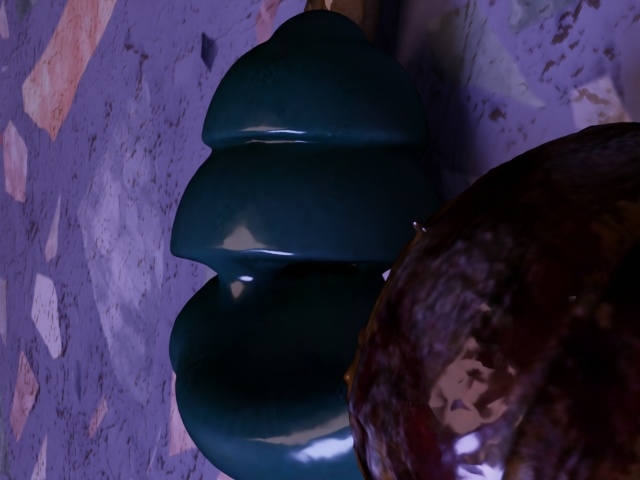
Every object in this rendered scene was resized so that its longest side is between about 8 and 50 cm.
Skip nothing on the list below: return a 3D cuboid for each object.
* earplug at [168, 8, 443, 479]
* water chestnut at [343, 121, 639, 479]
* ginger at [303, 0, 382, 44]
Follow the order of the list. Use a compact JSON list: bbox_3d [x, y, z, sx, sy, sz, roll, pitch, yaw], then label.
[{"bbox_3d":[-0.006,-0.001,0.826,0.257,0.164,0.280,86,-175,-80],"label":"earplug"},{"bbox_3d":[0.115,0.055,0.607,0.238,0.224,0.223,34,121,44],"label":"water chestnut"},{"bbox_3d":[0.020,-0.222,0.914,0.148,0.081,0.333,22,114,37],"label":"ginger"}]
